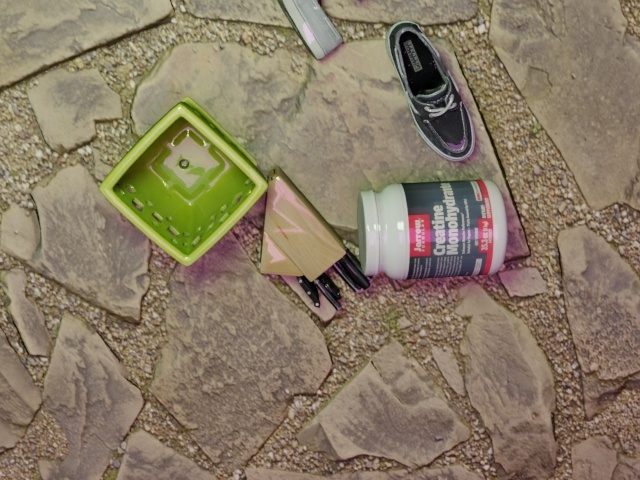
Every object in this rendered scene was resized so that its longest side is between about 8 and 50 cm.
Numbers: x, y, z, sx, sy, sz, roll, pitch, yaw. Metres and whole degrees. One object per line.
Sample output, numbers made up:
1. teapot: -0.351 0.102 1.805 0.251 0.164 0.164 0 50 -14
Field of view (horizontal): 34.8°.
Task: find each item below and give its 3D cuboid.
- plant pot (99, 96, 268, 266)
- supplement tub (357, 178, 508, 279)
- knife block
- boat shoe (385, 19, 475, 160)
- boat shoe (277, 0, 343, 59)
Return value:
1. plant pot: -0.252 -0.126 1.924 0.227 0.207 0.228 -44 107 11
2. supplement tub: 0.216 -0.021 2.003 0.272 0.191 0.191 -3 109 -3
3. knife block: 0.000 0.000 2.049 0.242 0.088 0.276 4 108 -6
4. boat shoe: 0.218 -0.280 1.962 0.108 0.102 0.301 -24 108 4
5. boat shoe: -0.032 -0.451 1.907 0.081 0.079 0.227 -33 113 -3
